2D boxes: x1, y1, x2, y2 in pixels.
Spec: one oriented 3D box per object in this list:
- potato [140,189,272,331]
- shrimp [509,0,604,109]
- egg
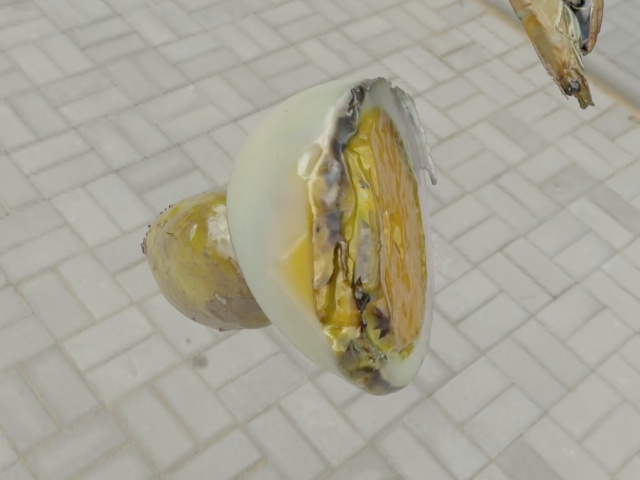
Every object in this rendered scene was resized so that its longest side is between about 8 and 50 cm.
[{"bbox_3d":[-0.126,0.031,1.167,0.230,0.266,0.229,-1,94,-15],"label":"potato"},{"bbox_3d":[0.150,-0.134,0.492,0.059,0.023,0.108,-28,92,-10],"label":"shrimp"},{"bbox_3d":[0.002,0.001,0.740,0.174,0.264,0.286,-9,61,21],"label":"egg"}]
